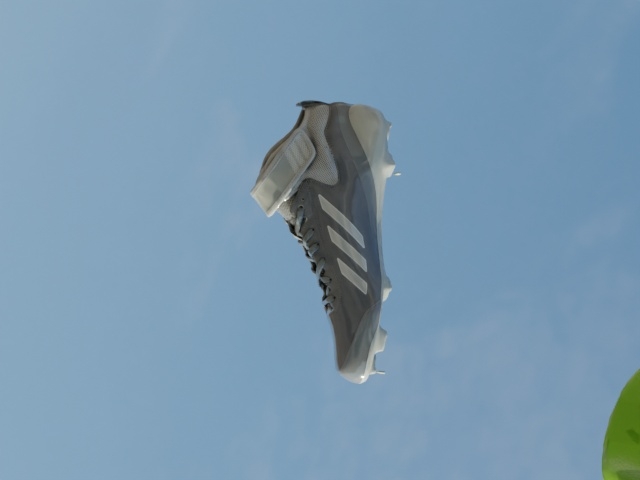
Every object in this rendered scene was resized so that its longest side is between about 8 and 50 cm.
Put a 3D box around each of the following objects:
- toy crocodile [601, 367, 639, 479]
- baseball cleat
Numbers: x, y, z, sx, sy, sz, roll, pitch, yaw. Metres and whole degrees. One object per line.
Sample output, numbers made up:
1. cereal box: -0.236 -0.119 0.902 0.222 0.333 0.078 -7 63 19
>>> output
1. toy crocodile: 0.155 0.153 0.607 0.115 0.105 0.340 13 -109 37
2. baseball cleat: 0.000 0.000 1.170 0.072 0.109 0.206 137 -43 -72
